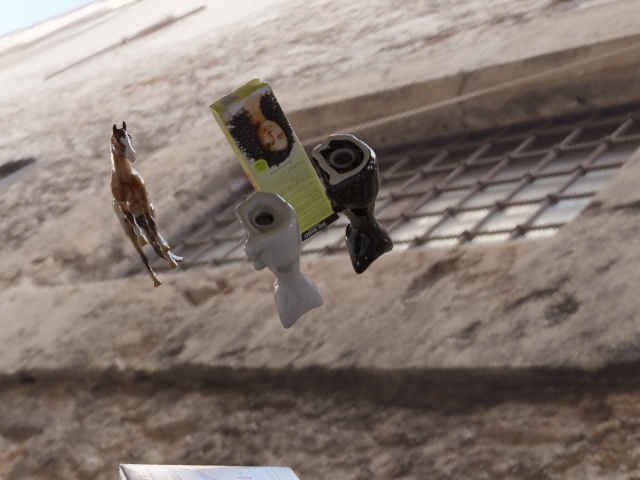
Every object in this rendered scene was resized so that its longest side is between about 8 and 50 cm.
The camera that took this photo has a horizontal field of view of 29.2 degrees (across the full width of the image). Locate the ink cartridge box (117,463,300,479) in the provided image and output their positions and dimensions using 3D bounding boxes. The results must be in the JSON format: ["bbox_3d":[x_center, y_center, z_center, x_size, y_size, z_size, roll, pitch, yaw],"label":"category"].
[{"bbox_3d":[-0.095,0.217,0.929,0.104,0.181,0.061,-148,-115,-65],"label":"ink cartridge box"}]

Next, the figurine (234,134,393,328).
[{"bbox_3d":[0.000,0.000,1.639,0.092,0.215,0.209,39,-20,40],"label":"figurine"}]

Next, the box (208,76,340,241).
[{"bbox_3d":[-0.064,-0.108,1.726,0.232,0.087,0.058,60,-10,-27],"label":"box"}]

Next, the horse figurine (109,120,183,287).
[{"bbox_3d":[-0.262,-0.038,1.784,0.263,0.066,0.174,86,-21,-70],"label":"horse figurine"}]
